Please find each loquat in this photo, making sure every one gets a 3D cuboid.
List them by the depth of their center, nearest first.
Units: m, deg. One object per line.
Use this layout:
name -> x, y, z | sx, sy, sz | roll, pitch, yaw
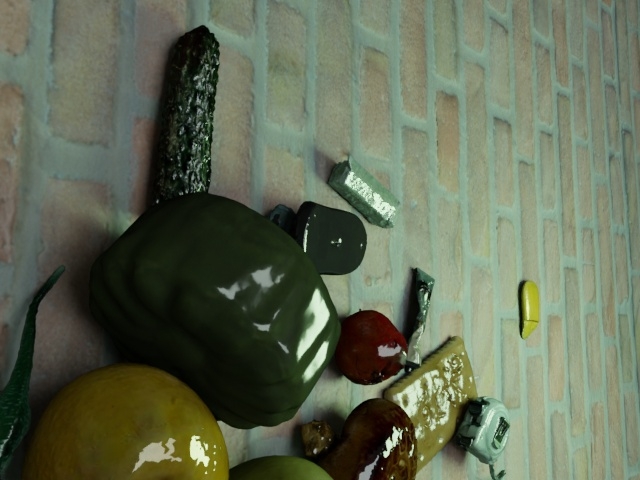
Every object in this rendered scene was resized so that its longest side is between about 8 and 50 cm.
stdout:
loquat -> -0.254, 0.298, 0.915 | 0.274, 0.274, 0.275 | 8, 79, -45

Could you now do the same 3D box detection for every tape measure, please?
tape measure -> 0.442, 0.501, 1.713 | 0.330, 0.084, 0.164 | 43, 68, -40

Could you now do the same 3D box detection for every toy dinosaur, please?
toy dinosaur -> -0.417, 0.203, 0.903 | 0.076, 0.129, 0.383 | 36, 34, -45

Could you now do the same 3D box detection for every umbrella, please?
umbrella -> -0.105, 0.041, 1.257 | 0.053, 0.052, 0.250 | 76, 32, -55

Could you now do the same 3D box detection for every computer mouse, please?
computer mouse -> 0.000, 0.000, 1.336 | 0.269, 0.086, 0.138 | 7, 88, -62

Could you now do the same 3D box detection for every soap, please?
soap -> 0.604, 0.200, 1.990 | 0.089, 0.033, 0.169 | 6, 81, -43

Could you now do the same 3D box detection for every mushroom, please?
mushroom -> 0.081, 0.441, 1.322 | 0.278, 0.163, 0.297 | 52, 53, -29

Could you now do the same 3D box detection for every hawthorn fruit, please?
hawthorn fruit -> 0.096, 0.207, 1.402 | 0.148, 0.148, 0.172 | 23, 41, -42

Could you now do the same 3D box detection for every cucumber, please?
cucumber -> -0.214, -0.202, 1.151 | 0.096, 0.096, 0.360 | 16, 74, -44

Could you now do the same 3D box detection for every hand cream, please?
hand cream -> 0.219, 0.185, 1.592 | 0.075, 0.052, 0.248 | 58, 39, -55

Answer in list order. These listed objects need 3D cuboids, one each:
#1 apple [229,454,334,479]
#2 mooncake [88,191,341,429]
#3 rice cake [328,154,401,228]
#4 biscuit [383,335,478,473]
apple -> -0.076, 0.490, 1.091 | 0.254, 0.292, 0.292 | -5, 88, -42
mooncake -> -0.153, 0.109, 0.987 | 0.356, 0.356, 0.194 | 53, 54, -27
rice cake -> 0.097, -0.099, 1.483 | 0.206, 0.063, 0.069 | 36, 66, -36
biscuit -> 0.272, 0.377, 1.616 | 0.324, 0.044, 0.217 | -24, 100, -45
